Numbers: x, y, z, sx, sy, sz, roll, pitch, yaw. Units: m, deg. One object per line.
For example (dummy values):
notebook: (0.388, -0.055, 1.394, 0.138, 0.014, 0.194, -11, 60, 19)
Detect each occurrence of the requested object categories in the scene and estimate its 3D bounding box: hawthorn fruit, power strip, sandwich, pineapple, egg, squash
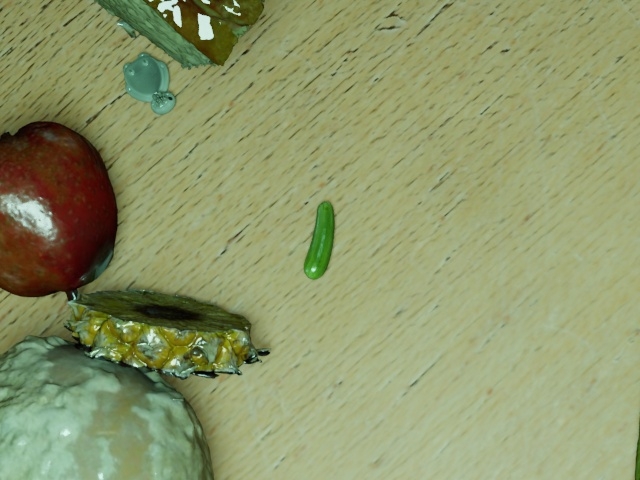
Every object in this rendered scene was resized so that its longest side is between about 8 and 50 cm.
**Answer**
hawthorn fruit: (-0.302, -0.022, 1.164, 0.185, 0.185, 0.202, -27, 90, 2)
power strip: (-0.198, -0.182, 1.249, 0.055, 0.035, 0.083, -35, 71, 0)
sandwich: (-0.194, -0.311, 1.152, 0.262, 0.325, 0.131, 39, 85, -19)
pineapple: (-0.151, 0.087, 1.091, 0.221, 0.221, 0.047, 15, 100, 13)
egg: (-0.235, 0.237, 1.038, 0.279, 0.279, 0.310, -44, 48, -3)
squash: (0.001, 0.000, 1.173, 0.027, 0.027, 0.089, 10, 75, 12)

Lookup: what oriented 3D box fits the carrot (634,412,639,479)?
carrot: (0.334, 0.259, 1.030, 0.074, 0.074, 0.359, 0, 75, 10)
